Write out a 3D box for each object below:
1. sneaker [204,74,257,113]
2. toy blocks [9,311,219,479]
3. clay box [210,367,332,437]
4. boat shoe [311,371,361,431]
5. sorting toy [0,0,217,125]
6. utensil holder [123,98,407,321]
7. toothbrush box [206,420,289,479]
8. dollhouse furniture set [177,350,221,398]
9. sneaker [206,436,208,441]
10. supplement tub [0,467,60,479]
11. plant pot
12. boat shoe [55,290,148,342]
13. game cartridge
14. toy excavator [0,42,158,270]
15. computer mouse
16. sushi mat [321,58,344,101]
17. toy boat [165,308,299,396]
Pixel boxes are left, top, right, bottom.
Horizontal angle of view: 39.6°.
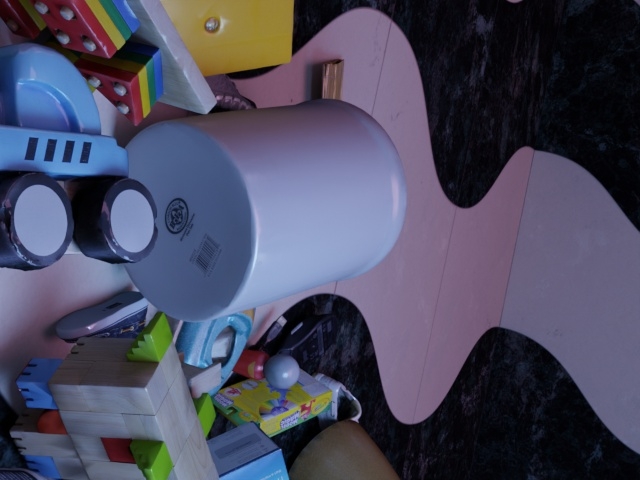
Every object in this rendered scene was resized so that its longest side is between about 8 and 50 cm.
[{"bbox_3d":[-0.172,-0.285,1.495,0.229,0.086,0.132,9,89,-60],"label":"sneaker"},{"bbox_3d":[-0.309,0.277,1.267,0.190,0.261,0.381,-68,153,-52],"label":"toy blocks"},{"bbox_3d":[-0.099,0.317,1.732,0.222,0.127,0.053,-16,123,-41],"label":"clay box"},{"bbox_3d":[0.050,0.407,2.100,0.098,0.096,0.277,-67,149,-25],"label":"boat shoe"},{"bbox_3d":[-0.295,-0.254,1.113,0.089,0.257,0.255,-55,144,-22],"label":"sorting toy"},{"bbox_3d":[-0.097,-0.059,1.445,0.386,0.328,0.327,-15,112,-52],"label":"utensil holder"},{"bbox_3d":[-0.152,0.492,1.508,0.217,0.126,0.295,-20,113,-22],"label":"toothbrush box"},{"bbox_3d":[-0.268,0.250,1.391,0.129,0.184,0.129,-24,120,-56],"label":"dollhouse furniture set"},{"bbox_3d":[-0.265,0.397,1.532,0.151,0.094,0.255,-51,142,-40],"label":"sneaker"},{"bbox_3d":[-0.442,0.381,1.116,0.272,0.191,0.191,30,73,-59],"label":"supplement tub"},{"bbox_3d":[0.092,0.574,1.996,0.237,0.254,0.237,-30,139,-30],"label":"plant pot"},{"bbox_3d":[-0.329,0.143,1.370,0.183,0.065,0.083,-24,118,-57],"label":"boat shoe"},{"bbox_3d":[-0.170,-0.398,1.309,0.286,0.052,0.323,-14,127,-26],"label":"game cartridge"},{"bbox_3d":[-0.413,-0.182,1.020,0.433,0.223,0.444,-2,87,-60],"label":"toy excavator"},{"bbox_3d":[-0.067,0.209,1.872,0.262,0.060,0.184,-42,139,-32],"label":"computer mouse"},{"bbox_3d":[0.019,-0.222,1.888,0.151,0.019,0.316,-44,138,-71],"label":"sushi mat"},{"bbox_3d":[-0.155,0.182,1.609,0.318,0.148,0.267,51,55,-53],"label":"toy boat"}]
